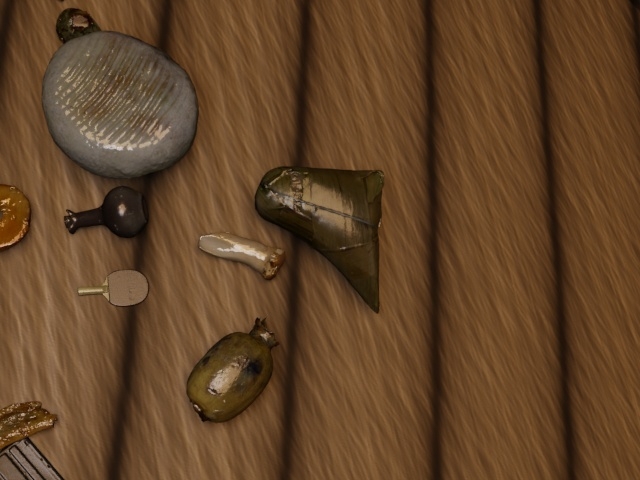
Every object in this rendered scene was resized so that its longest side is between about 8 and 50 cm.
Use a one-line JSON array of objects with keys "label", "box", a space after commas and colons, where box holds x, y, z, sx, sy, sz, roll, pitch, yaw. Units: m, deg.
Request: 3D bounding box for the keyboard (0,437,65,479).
[{"label": "keyboard", "box": [-0.524, 0.569, 1.411, 0.103, 0.041, 0.381, -40, 82, -22]}]

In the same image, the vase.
[{"label": "vase", "box": [-0.490, -0.058, 1.571, 0.183, 0.120, 0.120, -10, 76, -5]}]

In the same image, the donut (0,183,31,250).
[{"label": "donut", "box": [-0.730, -0.046, 1.516, 0.178, 0.065, 0.162, 8, 67, -13]}]

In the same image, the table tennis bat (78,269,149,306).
[{"label": "table tennis bat", "box": [-0.471, 0.110, 1.573, 0.156, 0.013, 0.087, -3, 75, -18]}]

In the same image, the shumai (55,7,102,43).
[{"label": "shumai", "box": [-0.595, -0.529, 1.688, 0.124, 0.087, 0.099, 42, 68, 0]}]

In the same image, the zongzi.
[{"label": "zongzi", "box": [0.000, 0.000, 1.680, 0.323, 0.160, 0.360, 0, 80, -11]}]

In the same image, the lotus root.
[{"label": "lotus root", "box": [-0.180, 0.283, 1.534, 0.154, 0.154, 0.278, 43, 64, -1]}]

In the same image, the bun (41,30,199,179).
[{"label": "bun", "box": [-0.462, -0.305, 1.594, 0.362, 0.211, 0.362, 4, 76, -16]}]

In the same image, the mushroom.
[{"label": "mushroom", "box": [-0.190, 0.030, 1.654, 0.209, 0.071, 0.084, 19, 101, -7]}]

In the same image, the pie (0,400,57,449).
[{"label": "pie", "box": [-0.635, 0.384, 1.427, 0.170, 0.034, 0.092, -20, 61, -17]}]
